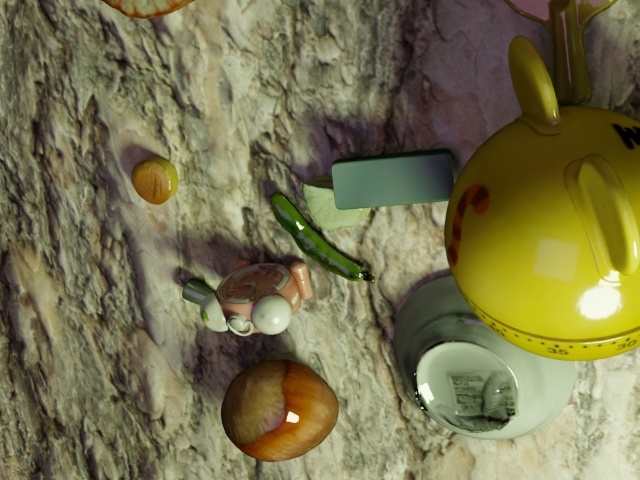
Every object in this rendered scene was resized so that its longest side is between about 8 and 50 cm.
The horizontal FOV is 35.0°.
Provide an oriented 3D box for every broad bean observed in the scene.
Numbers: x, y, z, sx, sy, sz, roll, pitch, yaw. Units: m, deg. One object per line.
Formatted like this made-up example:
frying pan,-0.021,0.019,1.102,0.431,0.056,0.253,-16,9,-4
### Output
broad bean,-0.001,0.004,1.695,0.227,0.039,0.069,37,137,4

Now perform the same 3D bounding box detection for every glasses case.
glasses case,0.111,-0.093,1.554,0.184,0.039,0.077,-5,104,8

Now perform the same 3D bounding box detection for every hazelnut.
hazelnut,-0.072,0.306,1.800,0.214,0.176,0.214,9,147,6

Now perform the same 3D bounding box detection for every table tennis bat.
table tennis bat,0.326,-0.337,1.363,0.198,0.050,0.320,-1,110,26

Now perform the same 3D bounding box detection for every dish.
dish,0.246,0.212,1.637,0.317,0.106,0.316,11,118,21

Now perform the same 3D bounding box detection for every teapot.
teapot,-0.194,0.108,1.839,0.111,0.043,0.042,24,122,11

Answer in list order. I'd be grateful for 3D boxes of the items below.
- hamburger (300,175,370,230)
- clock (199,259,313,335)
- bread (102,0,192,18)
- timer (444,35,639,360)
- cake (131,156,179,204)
hamburger,0.027,-0.058,1.645,0.121,0.054,0.084,7,121,26
clock,-0.107,0.107,1.723,0.166,0.162,0.092,1,117,26
bread,-0.279,-0.496,1.538,0.328,0.114,0.295,34,125,7
timer,0.330,-0.036,1.311,0.376,0.376,0.387,10,142,21
cake,-0.290,-0.105,1.778,0.084,0.044,0.084,10,117,19
